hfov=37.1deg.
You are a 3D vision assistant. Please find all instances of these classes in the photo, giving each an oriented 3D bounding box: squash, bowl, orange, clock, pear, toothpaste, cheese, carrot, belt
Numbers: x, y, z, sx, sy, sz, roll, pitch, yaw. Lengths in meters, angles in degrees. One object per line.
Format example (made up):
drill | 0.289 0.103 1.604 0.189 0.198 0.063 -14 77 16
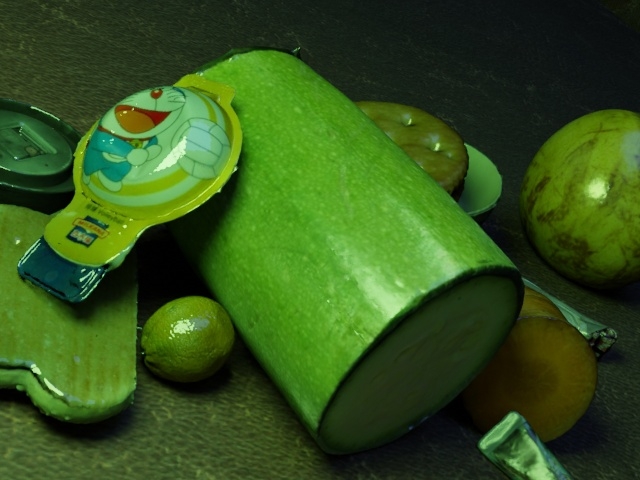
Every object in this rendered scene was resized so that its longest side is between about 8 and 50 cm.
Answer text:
squash | 0.000 0.000 1.015 0.263 0.263 0.384 -4 43 -43
bowl | 0.140 -0.057 1.339 0.211 0.112 0.211 8 40 -7
orange | -0.131 0.096 0.932 0.095 0.085 0.085 -15 50 -36
clock | -0.348 -0.097 1.086 0.185 0.040 0.184 22 30 -13
pear | 0.448 -0.068 1.494 0.281 0.280 0.280 21 31 -13
toothpaste | 0.261 0.279 1.022 0.216 0.062 0.037 47 -7 24
cheese | -0.176 -0.057 0.911 0.177 0.069 0.270 23 67 27
carrot | 0.220 0.119 1.158 0.159 0.159 0.225 20 18 -15
belt | 0.301 0.094 1.329 0.232 0.053 0.071 32 22 5

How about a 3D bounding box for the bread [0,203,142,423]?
bread | -0.269 0.055 0.903 0.207 0.056 0.286 18 30 -18

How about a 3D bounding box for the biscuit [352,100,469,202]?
biscuit | 0.086 -0.104 1.244 0.221 0.066 0.220 6 39 -5
